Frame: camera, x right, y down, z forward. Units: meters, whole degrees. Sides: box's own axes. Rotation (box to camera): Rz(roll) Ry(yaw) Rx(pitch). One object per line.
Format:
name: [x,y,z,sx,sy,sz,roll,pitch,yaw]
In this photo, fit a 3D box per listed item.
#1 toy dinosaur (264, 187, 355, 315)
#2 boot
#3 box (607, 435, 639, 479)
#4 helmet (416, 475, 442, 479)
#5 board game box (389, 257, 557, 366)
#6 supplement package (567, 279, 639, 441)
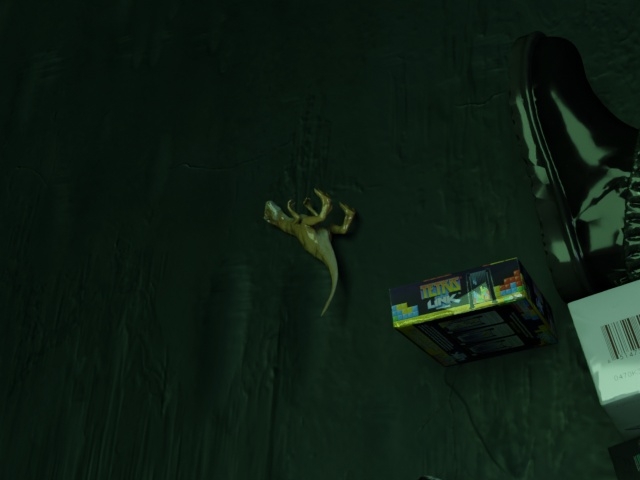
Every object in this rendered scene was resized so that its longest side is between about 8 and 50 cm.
toy dinosaur: [0.000,0.000,1.143,0.112,0.064,0.211,-57,44,15]
boot: [0.366,-0.109,0.946,0.260,0.131,0.348,-18,70,27]
box: [0.337,0.220,0.835,0.083,0.062,0.052,-30,43,24]
helmet: [0.108,0.338,0.852,0.169,0.169,0.161,26,65,34]
board game box: [0.171,0.083,0.935,0.141,0.170,0.048,-14,63,20]
supplement package: [0.320,0.121,0.833,0.105,0.179,0.105,-22,58,17]
